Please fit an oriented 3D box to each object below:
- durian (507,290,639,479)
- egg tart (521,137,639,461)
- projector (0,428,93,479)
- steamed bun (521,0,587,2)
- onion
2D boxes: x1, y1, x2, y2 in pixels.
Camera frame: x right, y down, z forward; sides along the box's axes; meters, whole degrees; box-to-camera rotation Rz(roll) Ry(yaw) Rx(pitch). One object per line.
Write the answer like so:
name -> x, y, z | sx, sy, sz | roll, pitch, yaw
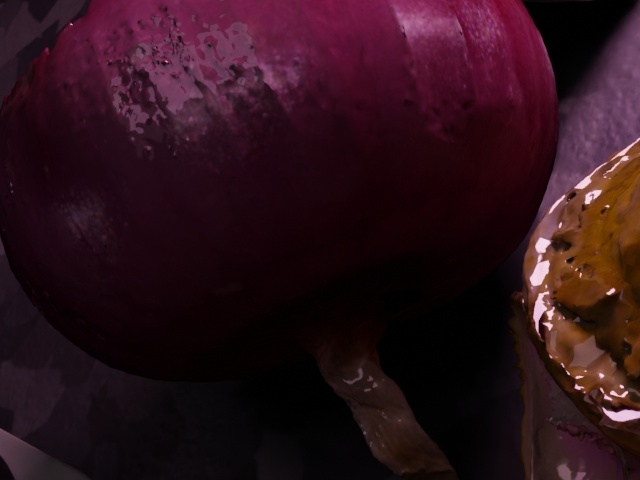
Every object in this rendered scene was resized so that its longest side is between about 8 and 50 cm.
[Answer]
durian -> 0.171, 0.107, 0.897 | 0.165, 0.132, 0.182 | -48, 31, -19
egg tart -> 0.249, 0.012, 0.842 | 0.294, 0.116, 0.295 | 2, 44, -2
projector -> -0.282, 0.257, 1.155 | 0.257, 0.079, 0.259 | 18, 71, 43
steamed bun -> 0.101, -0.296, 1.136 | 0.273, 0.290, 0.272 | -7, 57, 56
onion -> -0.013, -0.038, 0.984 | 0.358, 0.358, 0.345 | -42, 52, 3
